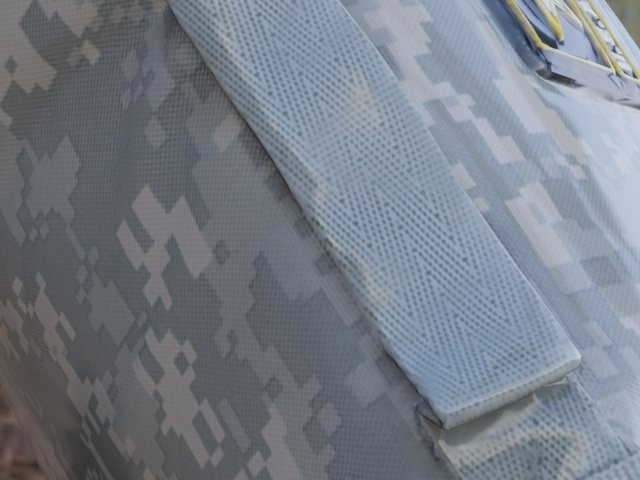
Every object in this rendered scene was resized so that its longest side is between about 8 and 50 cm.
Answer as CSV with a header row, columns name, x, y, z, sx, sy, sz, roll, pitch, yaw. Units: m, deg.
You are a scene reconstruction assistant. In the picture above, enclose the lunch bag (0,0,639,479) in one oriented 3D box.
name,x,y,z,sx,sy,sz,roll,pitch,yaw
lunch bag,0.000,0.000,0.466,0.169,0.235,0.287,-28,-18,-10
